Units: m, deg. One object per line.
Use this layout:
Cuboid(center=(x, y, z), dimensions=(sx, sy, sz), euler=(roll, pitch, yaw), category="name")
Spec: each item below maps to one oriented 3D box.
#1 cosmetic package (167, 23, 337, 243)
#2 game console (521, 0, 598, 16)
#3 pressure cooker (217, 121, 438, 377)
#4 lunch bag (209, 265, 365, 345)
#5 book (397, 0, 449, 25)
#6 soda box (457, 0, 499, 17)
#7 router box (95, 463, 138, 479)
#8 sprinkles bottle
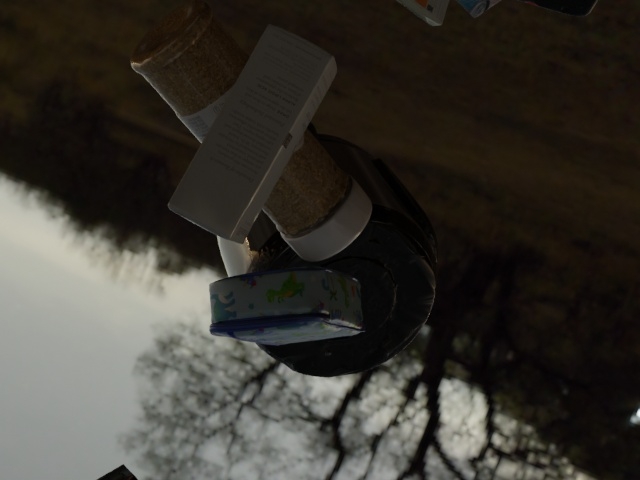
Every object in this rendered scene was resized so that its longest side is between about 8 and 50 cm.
Cuboid(center=(-0.072, -0.114, 1.398), dimensions=(0.085, 0.231, 0.117), euler=(27, 180, 5), category="cosmetic package")
Cuboid(center=(0.360, -0.544, 2.048), dimensions=(0.342, 0.060, 0.386), euler=(12, 143, -12), category="game console")
Cuboid(center=(-0.006, 0.000, 2.362), dimensions=(0.376, 0.370, 0.420), euler=(25, -160, -28), category="pressure cooker")
Cuboid(center=(-0.046, 0.091, 1.715), dimensions=(0.176, 0.090, 0.219), euler=(-6, 171, 18), category="lunch bag")
Cuboid(center=(0.152, -0.414, 1.987), dimensions=(0.144, 0.096, 0.035), euler=(29, 164, -37), category="book")
Cuboid(center=(0.203, -0.429, 1.943), dimensions=(0.063, 0.058, 0.183), euler=(-32, 124, 31), category="soda box")
Cuboid(center=(-0.318, 0.375, 1.819), dimensions=(0.038, 0.122, 0.092), euler=(65, 162, -10), category="router box")
Cuboid(center=(-0.082, -0.131, 1.586), dimensions=(0.355, 0.121, 0.121), euler=(49, 167, -26), category="sprinkles bottle")
